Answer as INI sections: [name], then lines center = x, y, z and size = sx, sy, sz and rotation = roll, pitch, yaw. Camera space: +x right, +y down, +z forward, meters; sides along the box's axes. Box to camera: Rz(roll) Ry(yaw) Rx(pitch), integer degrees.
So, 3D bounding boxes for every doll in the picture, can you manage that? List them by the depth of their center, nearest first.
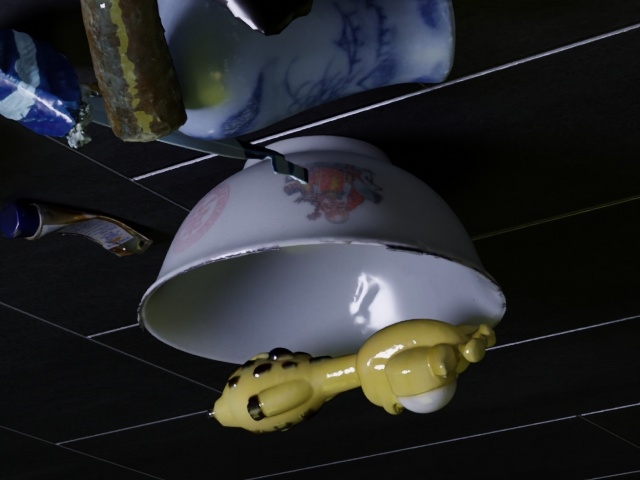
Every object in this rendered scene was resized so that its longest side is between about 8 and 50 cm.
[doll]
center = 0.030, 0.129, 1.744
size = 0.291, 0.086, 0.117
rotation = -14, -165, 24

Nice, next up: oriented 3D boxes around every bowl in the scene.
[bowl]
center = 0.000, 0.000, 1.736
size = 0.346, 0.157, 0.345
rotation = -1, 157, 0

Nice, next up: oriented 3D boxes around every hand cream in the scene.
[hand cream]
center = -0.250, -0.010, 1.865
size = 0.163, 0.039, 0.062
rotation = 12, 153, -44

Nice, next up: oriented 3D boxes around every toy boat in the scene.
[toy boat]
center = -0.143, -0.090, 1.476
size = 0.291, 0.067, 0.220
rotation = 22, -173, -18

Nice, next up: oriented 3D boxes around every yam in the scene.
[yam]
center = -0.143, -0.187, 1.251
size = 0.061, 0.061, 0.274
rotation = -5, 127, 7

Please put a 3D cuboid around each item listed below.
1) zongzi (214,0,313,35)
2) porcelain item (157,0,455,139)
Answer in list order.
[zongzi]
center = -0.063, -0.322, 0.947
size = 0.319, 0.362, 0.383
rotation = 11, -167, -31
[porcelain item]
center = -0.032, -0.153, 1.399
size = 0.259, 0.141, 0.141
rotation = -7, 159, -11
